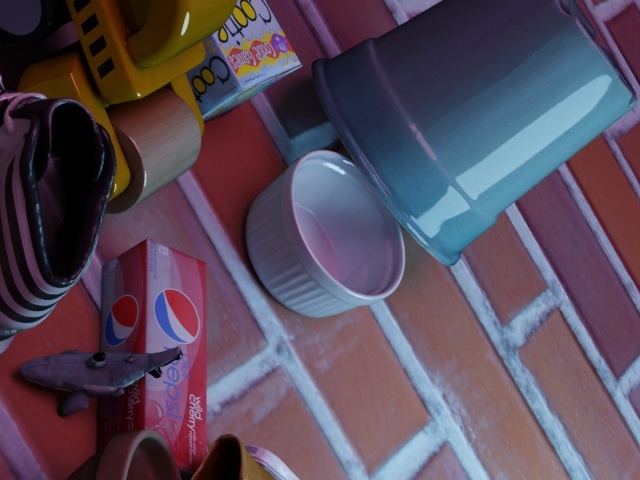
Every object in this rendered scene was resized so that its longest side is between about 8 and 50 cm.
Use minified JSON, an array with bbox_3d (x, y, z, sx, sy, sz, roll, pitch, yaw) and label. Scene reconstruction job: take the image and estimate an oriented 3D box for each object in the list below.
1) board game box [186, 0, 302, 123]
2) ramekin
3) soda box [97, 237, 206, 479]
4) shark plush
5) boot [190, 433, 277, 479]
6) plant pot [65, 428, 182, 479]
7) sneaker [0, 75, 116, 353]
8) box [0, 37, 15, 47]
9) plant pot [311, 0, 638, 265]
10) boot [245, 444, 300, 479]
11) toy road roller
[{"bbox_3d":[-0.172,-0.291,1.877,0.142,0.144,0.275,-31,92,-54],"label":"board game box"},{"bbox_3d":[0.000,0.000,1.920,0.207,0.109,0.207,28,48,-36],"label":"ramekin"},{"bbox_3d":[-0.181,0.136,1.636,0.092,0.083,0.263,25,49,-39],"label":"soda box"},{"bbox_3d":[-0.222,0.136,1.544,0.067,0.161,0.073,64,32,-58],"label":"shark plush"},{"bbox_3d":[-0.090,0.363,1.519,0.211,0.104,0.295,56,33,-44],"label":"boot"},{"bbox_3d":[-0.203,0.303,1.442,0.237,0.110,0.237,-8,90,-80],"label":"plant pot"},{"bbox_3d":[-0.314,-0.130,1.506,0.169,0.257,0.447,4,64,-49],"label":"sneaker"},{"bbox_3d":[-0.349,-0.359,1.732,0.220,0.051,0.175,67,31,-27],"label":"box"},{"bbox_3d":[0.222,-0.195,2.036,0.341,0.334,0.341,51,16,-21],"label":"plant pot"},{"bbox_3d":[-0.040,0.319,1.712,0.190,0.069,0.086,43,57,-23],"label":"boot"},{"bbox_3d":[-0.196,-0.211,1.662,0.202,0.241,0.329,-42,118,-55],"label":"toy road roller"}]
